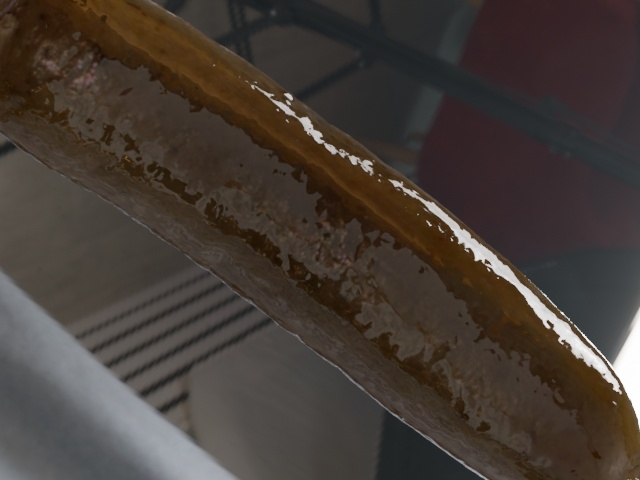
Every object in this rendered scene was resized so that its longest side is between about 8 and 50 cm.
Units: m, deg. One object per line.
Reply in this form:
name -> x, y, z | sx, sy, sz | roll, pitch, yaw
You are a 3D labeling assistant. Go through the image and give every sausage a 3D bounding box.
sausage -> 0.001, -0.001, 0.845 | 0.123, 0.501, 0.136 | -52, -177, 18
